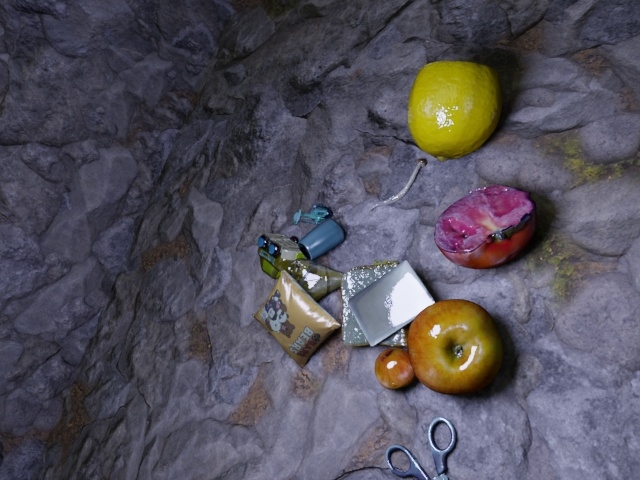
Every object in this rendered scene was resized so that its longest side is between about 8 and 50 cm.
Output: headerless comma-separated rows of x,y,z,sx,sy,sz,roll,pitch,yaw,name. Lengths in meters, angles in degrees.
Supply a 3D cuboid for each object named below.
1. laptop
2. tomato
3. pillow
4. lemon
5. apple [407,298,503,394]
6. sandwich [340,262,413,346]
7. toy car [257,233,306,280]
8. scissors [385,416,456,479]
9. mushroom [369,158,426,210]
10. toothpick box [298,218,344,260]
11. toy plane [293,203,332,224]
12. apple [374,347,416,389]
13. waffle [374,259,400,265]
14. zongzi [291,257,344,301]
0.235,0.214,1.525,0.269,0.015,0.188,-38,64,16,laptop
0.559,-0.035,1.485,0.335,0.176,0.290,-35,30,13,tomato
-0.105,0.310,1.740,0.312,0.119,0.310,43,123,13,pillow
0.491,-0.465,1.661,0.364,0.364,0.364,-18,57,30,lemon
0.397,0.317,1.352,0.301,0.301,0.302,-18,57,30,apple
0.198,0.234,1.609,0.271,0.099,0.301,-9,76,28,sandwich
-0.178,0.087,2.002,0.248,0.204,0.198,28,109,44,toy car
0.357,0.751,1.316,0.256,0.029,0.383,-38,50,17,scissors
0.327,-0.216,1.847,0.306,0.043,0.068,-47,30,9,mushroom
0.000,0.000,1.884,0.184,0.120,0.120,-36,43,-20,toothpick box
-0.027,-0.117,2.057,0.235,0.060,0.096,4,83,35,toy plane
0.250,0.425,1.492,0.146,0.146,0.146,-18,57,30,apple
0.245,0.177,1.688,0.207,0.054,0.214,17,85,39,waffle
-0.007,0.225,1.838,0.274,0.125,0.251,18,96,9,zongzi
